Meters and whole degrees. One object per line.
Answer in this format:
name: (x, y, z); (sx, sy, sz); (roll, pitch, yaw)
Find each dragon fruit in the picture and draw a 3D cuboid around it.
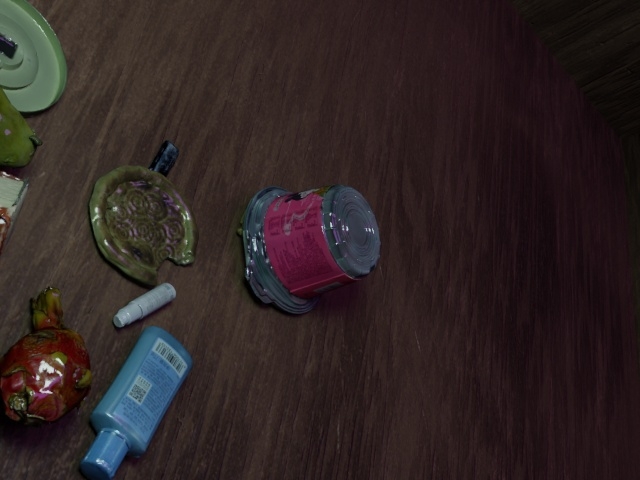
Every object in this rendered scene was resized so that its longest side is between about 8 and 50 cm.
dragon fruit: (-0.384, 0.156, 1.293); (0.125, 0.125, 0.246); (70, 2, -47)

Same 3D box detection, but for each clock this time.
clock: (-0.507, -0.306, 1.466); (0.235, 0.029, 0.235); (28, 50, -40)

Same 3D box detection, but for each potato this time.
potato: (-0.508, -0.193, 1.339); (0.225, 0.090, 0.117); (46, 78, -17)

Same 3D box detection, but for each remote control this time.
remote control: (-0.282, -0.143, 1.666); (0.039, 0.014, 0.096); (47, 41, -24)

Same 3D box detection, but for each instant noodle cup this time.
instant noodle cup: (0.000, 0.000, 1.767); (0.258, 0.181, 0.302); (56, 36, -27)

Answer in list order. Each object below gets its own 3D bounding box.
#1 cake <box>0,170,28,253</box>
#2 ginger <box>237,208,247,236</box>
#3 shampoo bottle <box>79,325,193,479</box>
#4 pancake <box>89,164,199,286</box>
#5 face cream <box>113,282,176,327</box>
cake: (-0.537, -0.025, 1.215); (0.262, 0.159, 0.158); (14, 22, -11)
ginger: (-0.136, -0.041, 1.778); (0.097, 0.030, 0.048); (-32, 116, -50)
shampoo bottle: (-0.283, 0.251, 1.397); (0.104, 0.061, 0.258); (50, 38, -21)
pancake: (-0.298, -0.030, 1.568); (0.212, 0.029, 0.235); (58, 36, -11)
face cream: (-0.288, 0.107, 1.497); (0.130, 0.034, 0.034); (-34, 97, -54)
